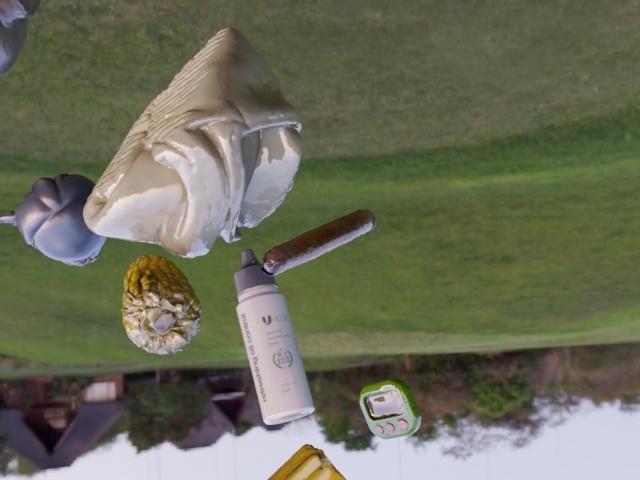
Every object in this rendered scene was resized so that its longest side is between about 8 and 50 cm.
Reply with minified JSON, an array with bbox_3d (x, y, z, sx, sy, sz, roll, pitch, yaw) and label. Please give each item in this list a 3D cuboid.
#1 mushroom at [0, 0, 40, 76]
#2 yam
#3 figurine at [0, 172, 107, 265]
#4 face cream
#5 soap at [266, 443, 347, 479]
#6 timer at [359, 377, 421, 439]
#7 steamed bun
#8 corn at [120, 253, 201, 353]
[{"bbox_3d":[-0.339,-0.229,0.783,0.141,0.188,0.117,-4,156,-1],"label":"mushroom"},{"bbox_3d":[0.000,0.000,1.306,0.046,0.046,0.264,-9,-170,42],"label":"yam"},{"bbox_3d":[-0.482,-0.047,1.522,0.197,0.175,0.265,36,179,-5],"label":"figurine"},{"bbox_3d":[-0.091,0.159,1.408,0.092,0.311,0.092,-14,161,-5],"label":"face cream"},{"bbox_3d":[-0.101,0.495,1.386,0.324,0.096,0.204,-41,175,-12],"label":"soap"},{"bbox_3d":[0.155,0.371,1.777,0.140,0.128,0.047,-25,175,43],"label":"timer"},{"bbox_3d":[-0.166,-0.129,1.286,0.255,0.367,0.343,37,138,-26],"label":"steamed bun"},{"bbox_3d":[-0.235,0.087,1.171,0.115,0.115,0.318,-3,-170,-12],"label":"corn"}]
